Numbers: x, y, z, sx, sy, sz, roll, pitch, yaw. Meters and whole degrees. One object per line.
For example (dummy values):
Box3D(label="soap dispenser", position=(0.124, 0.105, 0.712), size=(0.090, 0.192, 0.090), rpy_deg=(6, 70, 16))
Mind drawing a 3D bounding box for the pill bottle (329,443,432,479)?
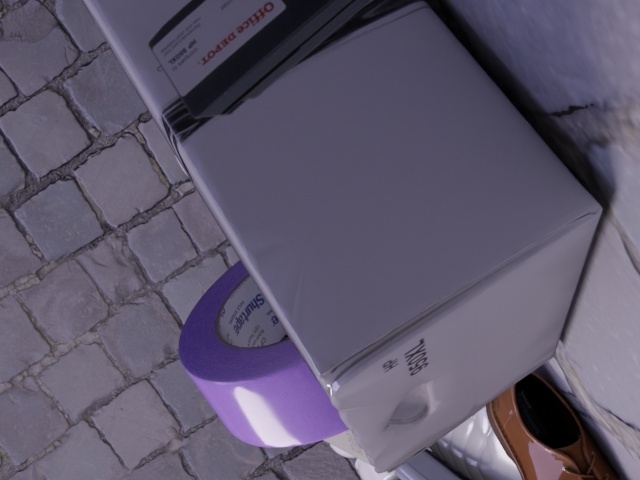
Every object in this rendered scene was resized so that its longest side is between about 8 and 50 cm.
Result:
Box3D(label="pill bottle", position=(0.072, 0.234, 1.535), size=(0.392, 0.224, 0.224), rpy_deg=(55, 175, 28))

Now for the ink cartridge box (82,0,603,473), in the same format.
Box3D(label="ink cartridge box", position=(-0.008, -0.069, 0.604), size=(0.395, 0.166, 0.285), rpy_deg=(57, 176, 24))

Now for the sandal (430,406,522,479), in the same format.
Box3D(label="sandal", position=(0.133, 0.163, 1.138), size=(0.416, 0.102, 0.169), rpy_deg=(30, 139, 44))

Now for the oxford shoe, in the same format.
Box3D(label="oxford shoe", position=(0.212, 0.201, 0.730), size=(0.212, 0.076, 0.076), rpy_deg=(55, 165, 20))

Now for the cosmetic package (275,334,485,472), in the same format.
Box3D(label="cosmetic package", position=(0.027, 0.138, 1.017), size=(0.309, 0.160, 0.113), rpy_deg=(11, 122, 54))

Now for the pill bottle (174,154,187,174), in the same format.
Box3D(label="pill bottle", position=(-0.155, -0.176, 1.444), size=(0.181, 0.181, 0.323), rpy_deg=(59, 176, -12))

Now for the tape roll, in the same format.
Box3D(label="tape roll", position=(-0.004, 0.077, 0.889), size=(0.090, 0.275, 0.275), rpy_deg=(61, 175, -24))

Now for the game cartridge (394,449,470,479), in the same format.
Box3D(label="game cartridge", position=(0.222, 0.360, 1.146), size=(0.294, 0.060, 0.196), rpy_deg=(39, 179, -43))
